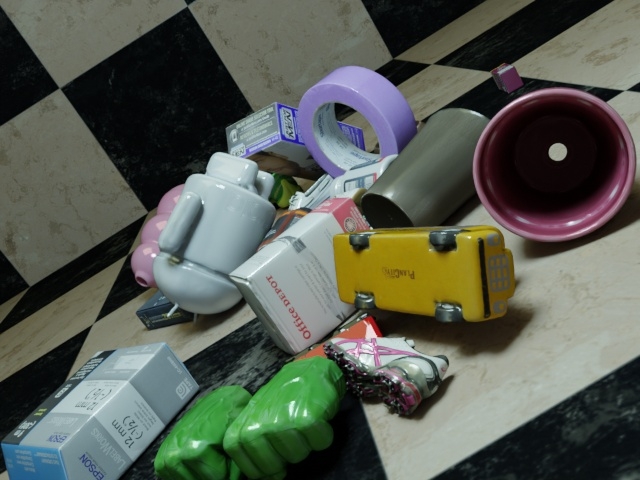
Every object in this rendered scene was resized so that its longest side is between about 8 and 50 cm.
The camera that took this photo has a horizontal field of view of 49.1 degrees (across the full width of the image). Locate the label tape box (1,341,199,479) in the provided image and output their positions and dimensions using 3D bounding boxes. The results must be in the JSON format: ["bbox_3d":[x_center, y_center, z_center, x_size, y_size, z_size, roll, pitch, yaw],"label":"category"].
[{"bbox_3d":[-0.399,0.324,1.142,0.249,0.115,0.347,-14,24,46],"label":"label tape box"}]

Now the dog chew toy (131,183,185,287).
[{"bbox_3d":[-0.387,-0.004,1.896,0.207,0.206,0.332,-15,32,43],"label":"dog chew toy"}]

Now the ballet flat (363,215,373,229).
[{"bbox_3d":[0.083,0.008,1.273,0.070,0.070,0.188,-15,26,44],"label":"ballet flat"}]

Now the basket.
[{"bbox_3d":[0.191,-0.104,1.233,0.227,0.154,0.204,-45,19,-24],"label":"basket"}]

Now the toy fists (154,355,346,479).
[{"bbox_3d":[-0.093,0.242,0.870,0.279,0.096,0.142,-24,9,31],"label":"toy fists"}]

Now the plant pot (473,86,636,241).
[{"bbox_3d":[0.324,-0.112,0.976,0.201,0.201,0.180,-25,3,23],"label":"plant pot"}]

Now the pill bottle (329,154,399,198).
[{"bbox_3d":[0.106,-0.110,1.455,0.108,0.108,0.180,-44,21,-32],"label":"pill bottle"}]

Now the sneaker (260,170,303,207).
[{"bbox_3d":[-0.140,-0.167,2.009,0.109,0.123,0.295,-39,18,-18],"label":"sneaker"}]

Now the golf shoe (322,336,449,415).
[{"bbox_3d":[0.077,0.153,0.865,0.086,0.067,0.186,-33,26,-27],"label":"golf shoe"}]

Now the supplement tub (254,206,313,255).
[{"bbox_3d":[-0.057,0.004,1.431,0.106,0.106,0.198,-23,20,27],"label":"supplement tub"}]

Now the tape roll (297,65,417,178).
[{"bbox_3d":[0.082,-0.255,1.605,0.275,0.275,0.090,-11,27,50],"label":"tape roll"}]

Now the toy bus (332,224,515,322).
[{"bbox_3d":[0.135,0.038,0.948,0.130,0.108,0.333,-7,3,-30],"label":"toy bus"}]

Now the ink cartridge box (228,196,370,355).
[{"bbox_3d":[-0.011,0.056,1.118,0.218,0.158,0.092,-39,17,-21],"label":"ink cartridge box"}]

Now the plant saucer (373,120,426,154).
[{"bbox_3d":[0.208,-0.270,1.847,0.168,0.029,0.168,-29,18,11],"label":"plant saucer"}]

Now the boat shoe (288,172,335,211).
[{"bbox_3d":[-0.043,-0.084,1.693,0.226,0.076,0.083,-40,19,-24],"label":"boat shoe"}]

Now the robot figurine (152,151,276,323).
[{"bbox_3d":[-0.220,0.000,1.447,0.200,0.300,0.353,17,83,32],"label":"robot figurine"}]

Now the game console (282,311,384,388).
[{"bbox_3d":[0.029,0.170,0.984,0.144,0.085,0.124,-32,48,4],"label":"game console"}]

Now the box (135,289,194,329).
[{"bbox_3d":[-0.300,0.107,1.650,0.183,0.059,0.232,-17,22,44],"label":"box"}]

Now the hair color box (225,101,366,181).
[{"bbox_3d":[-0.056,-0.245,1.811,0.185,0.110,0.339,-18,-17,39],"label":"hair color box"}]

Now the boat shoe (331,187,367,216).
[{"bbox_3d":[0.000,0.000,1.326,0.096,0.098,0.277,0,34,40],"label":"boat shoe"}]

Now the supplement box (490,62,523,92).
[{"bbox_3d":[0.457,-0.400,1.721,0.043,0.055,0.083,-30,18,8],"label":"supplement box"}]
